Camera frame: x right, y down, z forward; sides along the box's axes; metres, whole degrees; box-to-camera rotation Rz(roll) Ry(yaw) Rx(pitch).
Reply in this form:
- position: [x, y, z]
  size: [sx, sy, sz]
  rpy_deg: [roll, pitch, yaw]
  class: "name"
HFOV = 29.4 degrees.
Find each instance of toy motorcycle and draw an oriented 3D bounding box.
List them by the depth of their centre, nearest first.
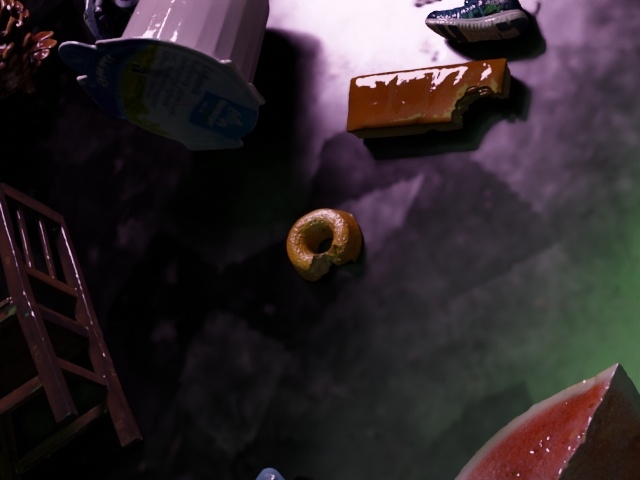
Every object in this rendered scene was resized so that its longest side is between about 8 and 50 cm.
- position: [-0.361, -0.463, 1.998]
  size: [0.173, 0.108, 0.307]
  rpy_deg: [-41, 58, 23]
  class: "toy motorcycle"

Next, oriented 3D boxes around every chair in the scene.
- position: [-0.462, 0.156, 1.780]
  size: [0.241, 0.203, 0.416]
  rpy_deg: [-34, 59, 13]
  class: "chair"

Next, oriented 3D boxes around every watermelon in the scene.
- position: [0.276, 0.284, 1.332]
  size: [0.256, 0.176, 0.260]
  rpy_deg: [34, 70, 26]
  class: "watermelon"

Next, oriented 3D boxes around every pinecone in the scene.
- position: [-0.551, -0.322, 1.989]
  size: [0.169, 0.212, 0.185]
  rpy_deg: [24, 76, 33]
  class: "pinecone"

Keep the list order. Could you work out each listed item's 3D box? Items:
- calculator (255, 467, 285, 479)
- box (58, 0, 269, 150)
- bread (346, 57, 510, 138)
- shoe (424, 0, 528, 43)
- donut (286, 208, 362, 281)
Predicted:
- position: [-0.074, 0.477, 1.463]
  size: [0.256, 0.054, 0.386]
  rpy_deg: [-19, 68, -12]
  class: "calculator"
- position: [-0.206, -0.290, 1.759]
  size: [0.291, 0.262, 0.206]
  rpy_deg: [20, 61, -7]
  class: "box"
- position: [0.145, -0.188, 1.636]
  size: [0.226, 0.049, 0.088]
  rpy_deg: [-2, 72, 29]
  class: "bread"
- position: [0.207, -0.304, 1.631]
  size: [0.143, 0.064, 0.071]
  rpy_deg: [-3, 73, 27]
  class: "shoe"
- position: [0.000, 0.000, 1.660]
  size: [0.108, 0.043, 0.097]
  rpy_deg: [-33, 60, 12]
  class: "donut"
